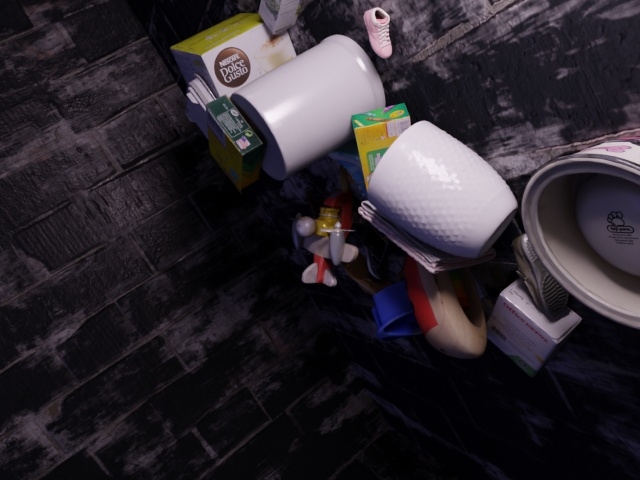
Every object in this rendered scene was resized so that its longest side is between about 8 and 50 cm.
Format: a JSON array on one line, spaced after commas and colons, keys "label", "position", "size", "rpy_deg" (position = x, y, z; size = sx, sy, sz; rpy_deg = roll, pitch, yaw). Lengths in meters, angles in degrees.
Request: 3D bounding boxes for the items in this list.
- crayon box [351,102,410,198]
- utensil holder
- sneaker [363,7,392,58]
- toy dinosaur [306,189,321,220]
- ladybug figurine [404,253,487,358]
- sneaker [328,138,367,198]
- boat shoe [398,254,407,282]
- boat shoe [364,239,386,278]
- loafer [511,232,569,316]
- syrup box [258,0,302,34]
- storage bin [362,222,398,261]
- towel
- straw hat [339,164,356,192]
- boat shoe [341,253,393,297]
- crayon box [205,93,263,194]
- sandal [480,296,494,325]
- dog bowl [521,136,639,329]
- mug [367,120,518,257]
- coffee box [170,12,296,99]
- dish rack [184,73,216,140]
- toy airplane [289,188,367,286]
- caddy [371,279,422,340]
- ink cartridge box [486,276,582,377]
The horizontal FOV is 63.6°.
[{"label": "crayon box", "position": [0.201, -0.268, 1.595], "size": [0.081, 0.166, 0.278], "rpy_deg": [-96, -8, -46]}, {"label": "utensil holder", "position": [-0.042, -0.411, 1.633], "size": [0.327, 0.386, 0.327], "rpy_deg": [47, 160, 22]}, {"label": "sneaker", "position": [0.163, -0.559, 1.389], "size": [0.134, 0.051, 0.070], "rpy_deg": [65, 165, -14]}, {"label": "toy dinosaur", "position": [0.016, -0.083, 2.464], "size": [0.322, 0.164, 0.218], "rpy_deg": [38, -177, -15]}, {"label": "ladybug figurine", "position": [0.384, 0.166, 1.645], "size": [0.305, 0.162, 0.448], "rpy_deg": [24, -133, -46]}, {"label": "sneaker", "position": [0.131, -0.255, 1.886], "size": [0.319, 0.127, 0.208], "rpy_deg": [35, 151, 49]}, {"label": "boat shoe", "position": [0.367, 0.152, 2.056], "size": [0.104, 0.111, 0.307], "rpy_deg": [56, 156, 29]}, {"label": "boat shoe", "position": [0.253, 0.082, 2.257], "size": [0.076, 0.080, 0.228], "rpy_deg": [32, 144, 53]}, {"label": "loafer", "position": [0.591, 0.088, 1.399], "size": [0.251, 0.095, 0.087], "rpy_deg": [68, 166, -9]}, {"label": "syrup box", "position": [-0.121, -0.779, 1.652], "size": [0.093, 0.096, 0.237], "rpy_deg": [57, 162, 3]}, {"label": "storage bin", "position": [0.248, -0.009, 2.087], "size": [0.122, 0.084, 0.180], "rpy_deg": [48, 161, 20]}, {"label": "towel", "position": [0.322, -0.031, 1.561], "size": [0.332, 0.317, 0.053], "rpy_deg": [43, 124, 35]}, {"label": "straw hat", "position": [0.123, -0.251, 2.000], "size": [0.061, 0.144, 0.144], "rpy_deg": [1, 135, 20]}, {"label": "boat shoe", "position": [0.225, 0.192, 2.449], "size": [0.342, 0.123, 0.123], "rpy_deg": [39, 155, 26]}, {"label": "crayon box", "position": [-0.283, -0.301, 1.681], "size": [0.202, 0.081, 0.318], "rpy_deg": [53, 162, 8]}, {"label": "sandal", "position": [0.575, 0.270, 1.802], "size": [0.072, 0.049, 0.180], "rpy_deg": [36, 154, 46]}, {"label": "dog bowl", "position": [0.617, -0.023, 1.027], "size": [0.408, 0.150, 0.408], "rpy_deg": [48, 161, 23]}, {"label": "mug", "position": [0.353, -0.110, 1.421], "size": [0.328, 0.276, 0.374], "rpy_deg": [40, -173, 21]}, {"label": "coffee box", "position": [-0.304, -0.639, 1.968], "size": [0.338, 0.338, 0.334], "rpy_deg": [34, 153, 50]}, {"label": "dish rack", "position": [-0.407, -0.432, 1.943], "size": [0.332, 0.072, 0.285], "rpy_deg": [53, 162, -4]}, {"label": "toy airplane", "position": [0.000, 0.000, 2.158], "size": [0.273, 0.386, 0.384], "rpy_deg": [25, -137, -33]}, {"label": "caddy", "position": [0.353, 0.265, 1.934], "size": [0.241, 0.342, 0.179], "rpy_deg": [85, 163, -57]}, {"label": "ink cartridge box", "position": [0.624, 0.258, 1.547], "size": [0.201, 0.117, 0.278], "rpy_deg": [45, 160, 29]}]
